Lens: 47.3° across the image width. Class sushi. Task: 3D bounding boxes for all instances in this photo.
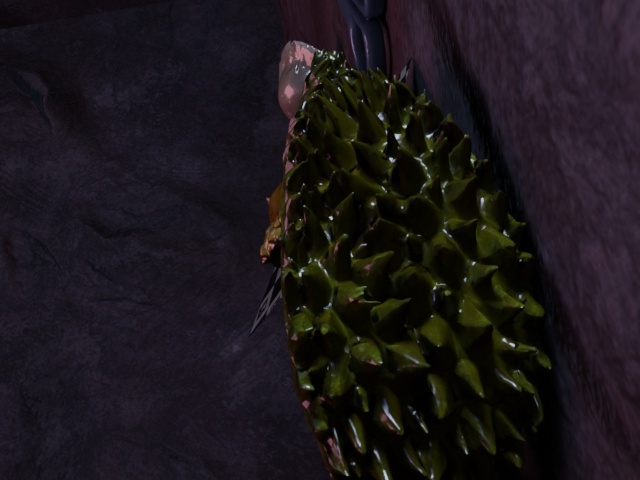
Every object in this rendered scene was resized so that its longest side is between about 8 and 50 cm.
[{"bbox_3d":[-0.011,-0.047,0.725,0.279,0.043,0.192,-50,16,46],"label":"sushi"}]

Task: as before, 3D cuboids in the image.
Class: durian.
[{"bbox_3d":[0.049,0.025,0.526,0.198,0.163,0.394,82,173,-69],"label":"durian"}]

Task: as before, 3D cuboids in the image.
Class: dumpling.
[{"bbox_3d":[0.001,-0.258,1.280,0.155,0.181,0.111,-7,56,64],"label":"dumpling"}]

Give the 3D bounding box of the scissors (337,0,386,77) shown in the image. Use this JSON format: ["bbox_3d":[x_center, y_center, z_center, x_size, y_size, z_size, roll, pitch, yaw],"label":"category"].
[{"bbox_3d":[0.029,-0.347,0.970,0.447,0.029,0.192,-105,5,-58],"label":"scissors"}]

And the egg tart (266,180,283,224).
[{"bbox_3d":[0.000,0.000,1.415,0.388,0.169,0.387,165,90,-86],"label":"egg tart"}]
